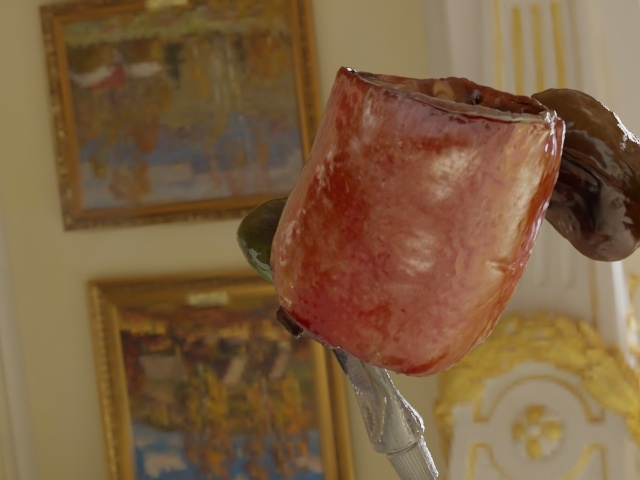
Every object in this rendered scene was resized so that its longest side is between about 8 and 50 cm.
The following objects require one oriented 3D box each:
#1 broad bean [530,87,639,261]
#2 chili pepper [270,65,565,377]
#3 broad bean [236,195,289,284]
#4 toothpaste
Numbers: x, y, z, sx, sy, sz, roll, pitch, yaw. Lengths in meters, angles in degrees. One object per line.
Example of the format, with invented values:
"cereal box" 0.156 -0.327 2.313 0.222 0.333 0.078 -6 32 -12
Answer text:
"broad bean" 0.325 -0.082 1.646 0.122 0.228 0.156 -24 166 -44
"chili pepper" 0.098 -0.044 1.362 0.251 0.305 0.229 27 -151 17
"broad bean" 0.000 -0.002 1.704 0.207 0.153 0.072 -20 150 -14
"toothpaste" 0.059 0.165 1.558 0.099 0.282 0.068 -18 -168 39
